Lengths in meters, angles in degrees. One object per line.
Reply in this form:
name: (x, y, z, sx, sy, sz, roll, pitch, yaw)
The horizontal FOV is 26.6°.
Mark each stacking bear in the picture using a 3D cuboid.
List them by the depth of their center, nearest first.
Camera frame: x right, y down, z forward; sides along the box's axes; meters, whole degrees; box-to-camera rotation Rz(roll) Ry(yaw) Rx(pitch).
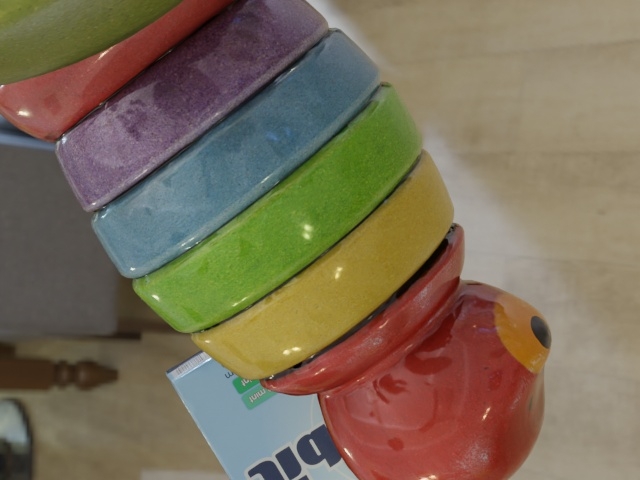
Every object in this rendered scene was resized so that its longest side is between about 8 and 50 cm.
stacking bear: (0.000, 0.000, 0.630, 0.164, 0.175, 0.289, -34, 99, 25)

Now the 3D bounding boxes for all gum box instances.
gum box: (0.012, 0.126, 0.902, 0.184, 0.157, 0.041, 61, 171, -11)

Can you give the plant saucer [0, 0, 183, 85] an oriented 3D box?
plant saucer: (-0.111, -0.130, 0.279, 0.241, 0.241, 0.037, -59, 15, 31)
